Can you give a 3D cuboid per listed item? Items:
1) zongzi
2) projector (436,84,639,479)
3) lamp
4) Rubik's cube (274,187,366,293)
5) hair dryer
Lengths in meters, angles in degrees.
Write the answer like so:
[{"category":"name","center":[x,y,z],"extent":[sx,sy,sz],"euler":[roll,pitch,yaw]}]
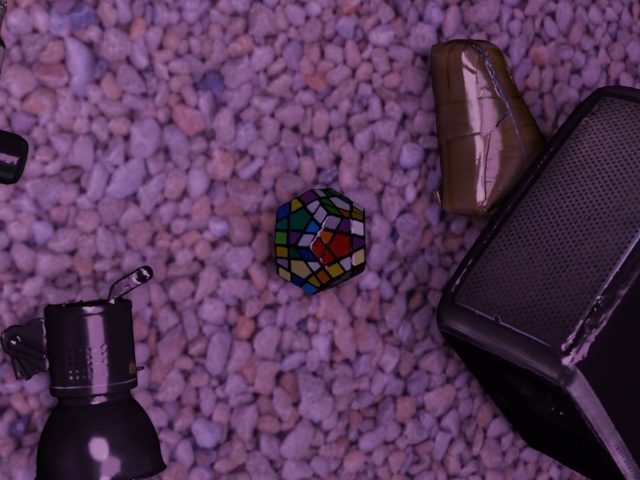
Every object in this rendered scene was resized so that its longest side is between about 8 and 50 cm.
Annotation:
[{"category":"zongzi","center":[0.258,-0.156,1.516],"extent":[0.256,0.115,0.228],"euler":[-8,96,-34]},{"category":"projector","center":[0.390,0.067,1.486],"extent":[0.405,0.242,0.395],"euler":[-53,135,-13]},{"category":"lamp","center":[-0.261,0.149,1.270],"extent":[0.172,0.147,0.227],"euler":[-6,90,-4]},{"category":"Rubik's cube","center":[0.000,0.000,1.391],"extent":[0.112,0.133,0.133],"euler":[-2,97,-1]},{"category":"hair dryer","center":[-0.353,-0.164,1.224],"extent":[0.100,0.057,0.197],"euler":[13,84,-30]}]
